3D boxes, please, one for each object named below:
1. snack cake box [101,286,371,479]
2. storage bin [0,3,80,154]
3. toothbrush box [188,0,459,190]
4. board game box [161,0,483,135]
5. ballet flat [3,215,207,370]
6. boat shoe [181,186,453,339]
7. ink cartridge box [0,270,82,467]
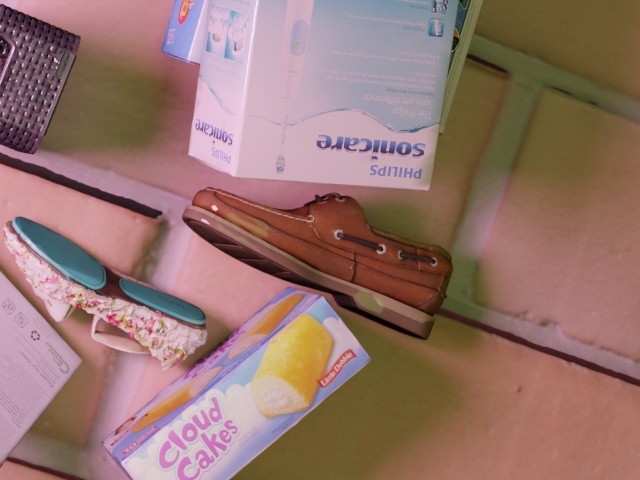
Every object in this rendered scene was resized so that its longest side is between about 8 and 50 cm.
[{"bbox_3d":[-0.090,0.166,1.883,0.264,0.152,0.089,-40,102,-10],"label":"snack cake box"},{"bbox_3d":[-0.303,-0.156,1.786,0.084,0.180,0.122,22,88,-17],"label":"storage bin"},{"bbox_3d":[0.009,-0.206,1.768,0.216,0.126,0.295,2,101,-26],"label":"toothbrush box"},{"bbox_3d":[0.026,-0.294,1.875,0.302,0.086,0.308,15,96,-26],"label":"board game box"},{"bbox_3d":[-0.230,0.063,1.876,0.241,0.091,0.077,29,108,-12],"label":"ballet flat"},{"bbox_3d":[0.000,0.000,1.928,0.307,0.111,0.104,26,83,-25],"label":"boat shoe"},{"bbox_3d":[-0.367,0.112,1.790,0.223,0.045,0.224,50,39,-13],"label":"ink cartridge box"}]
